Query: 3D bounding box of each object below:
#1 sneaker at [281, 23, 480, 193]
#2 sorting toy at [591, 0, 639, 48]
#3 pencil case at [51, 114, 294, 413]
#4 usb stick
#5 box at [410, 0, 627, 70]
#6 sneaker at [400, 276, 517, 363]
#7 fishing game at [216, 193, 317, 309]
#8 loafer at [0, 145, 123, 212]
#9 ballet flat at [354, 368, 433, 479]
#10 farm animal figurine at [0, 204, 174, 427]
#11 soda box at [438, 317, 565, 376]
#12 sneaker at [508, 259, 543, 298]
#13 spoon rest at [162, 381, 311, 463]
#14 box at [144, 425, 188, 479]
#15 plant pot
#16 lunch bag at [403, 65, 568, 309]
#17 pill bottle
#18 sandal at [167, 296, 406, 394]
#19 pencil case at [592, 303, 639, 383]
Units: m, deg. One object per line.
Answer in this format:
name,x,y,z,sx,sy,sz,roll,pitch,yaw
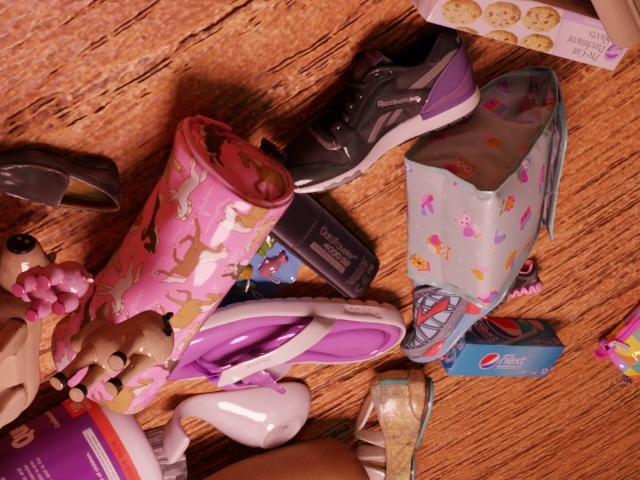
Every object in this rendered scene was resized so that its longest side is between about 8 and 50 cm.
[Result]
sneaker,0.052,-0.169,1.506,0.283,0.107,0.124,-30,129,-9
sorting toy,0.384,-0.407,1.474,0.229,0.041,0.307,-40,128,-3
pencil case,-0.186,0.035,1.497,0.160,0.167,0.386,34,117,-3
usb stick,0.000,0.000,1.637,0.077,0.045,0.278,-55,144,-4
box,0.252,-0.278,1.522,0.324,0.063,0.067,8,127,-35
sneaker,0.181,0.077,1.833,0.125,0.104,0.262,36,131,-5
fishing game,-0.096,0.035,1.654,0.264,0.041,0.189,-32,142,2
loafer,-0.304,-0.066,1.417,0.170,0.061,0.062,2,131,-30
ballet flat,0.110,0.333,2.028,0.123,0.123,0.348,-14,137,-18
farm animal figurine,-0.337,0.093,1.411,0.327,0.330,0.172,-58,174,33
soda box,0.284,0.170,1.985,0.210,0.067,0.071,5,128,-33
sneaker,0.283,0.062,1.904,0.119,0.047,0.057,-18,115,-15
spoon rest,-0.124,0.266,1.854,0.276,0.084,0.137,-1,134,-47
box,-0.351,0.414,1.855,0.307,0.076,0.242,-13,135,-18
plant pot,-0.087,0.421,1.873,0.254,0.237,0.237,4,129,-41
lunch bag,0.231,-0.079,1.621,0.262,0.160,0.223,-45,148,-35
pill bottle,-0.382,0.339,1.643,0.323,0.181,0.181,-29,141,-20
sandal,-0.052,0.157,1.733,0.416,0.102,0.169,-6,146,-26
pencil case,0.576,0.136,2.098,0.236,0.104,0.104,-47,136,17
